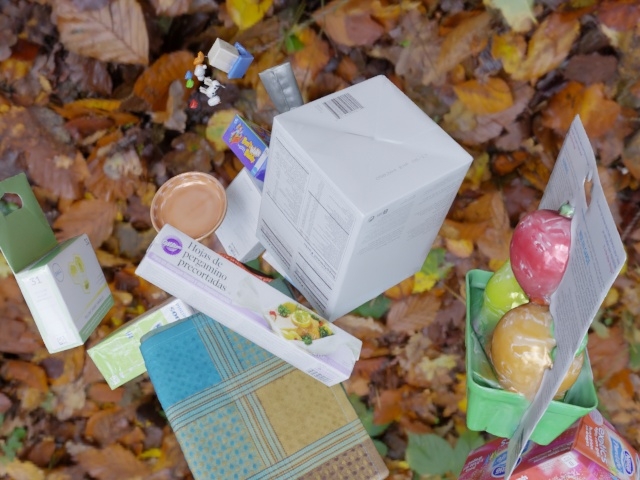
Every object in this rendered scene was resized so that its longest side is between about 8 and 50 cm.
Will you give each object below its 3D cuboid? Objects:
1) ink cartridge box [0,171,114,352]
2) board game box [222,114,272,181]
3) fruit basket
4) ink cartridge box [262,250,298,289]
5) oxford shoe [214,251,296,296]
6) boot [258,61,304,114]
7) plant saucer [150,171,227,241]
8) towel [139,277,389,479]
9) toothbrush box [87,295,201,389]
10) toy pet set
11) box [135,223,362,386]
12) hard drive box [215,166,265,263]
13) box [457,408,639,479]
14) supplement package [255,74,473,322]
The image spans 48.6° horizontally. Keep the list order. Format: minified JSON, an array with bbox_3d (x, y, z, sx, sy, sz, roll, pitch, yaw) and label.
[{"bbox_3d":[-0.379,0.019,1.000,0.056,0.171,0.234,-17,104,4],"label":"ink cartridge box"},{"bbox_3d":[-0.066,-0.186,1.871,0.347,0.233,0.078,23,108,-41],"label":"board game box"},{"bbox_3d":[0.287,0.069,0.874,0.166,0.327,0.352,17,125,-1],"label":"fruit basket"},{"bbox_3d":[0.000,0.000,2.167,0.198,0.270,0.197,42,124,2],"label":"ink cartridge box"},{"bbox_3d":[-0.187,0.104,1.722,0.272,0.098,0.096,26,90,9],"label":"oxford shoe"},{"bbox_3d":[-0.058,-0.389,1.953,0.190,0.076,0.208,-10,103,21],"label":"boot"},{"bbox_3d":[-0.329,-0.079,1.795,0.200,0.199,0.037,-13,155,4],"label":"plant saucer"},{"bbox_3d":[-0.095,0.256,1.103,0.272,0.370,0.040,-21,153,-20],"label":"towel"},{"bbox_3d":[-0.407,0.231,1.792,0.283,0.206,0.122,-29,96,12],"label":"toothbrush box"},{"bbox_3d":[-0.169,-0.281,1.196,0.065,0.122,0.114,22,121,-30],"label":"toy pet set"},{"bbox_3d":[-0.094,0.094,0.976,0.324,0.063,0.067,32,146,-11],"label":"box"},{"bbox_3d":[-0.193,-0.070,1.955,0.089,0.181,0.232,-19,163,-48],"label":"hard drive box"},{"bbox_3d":[0.338,0.366,1.083,0.128,0.122,0.257,46,131,-2],"label":"box"},{"bbox_3d":[0.049,-0.057,1.033,0.199,0.198,0.262,-27,153,-28],"label":"supplement package"}]
